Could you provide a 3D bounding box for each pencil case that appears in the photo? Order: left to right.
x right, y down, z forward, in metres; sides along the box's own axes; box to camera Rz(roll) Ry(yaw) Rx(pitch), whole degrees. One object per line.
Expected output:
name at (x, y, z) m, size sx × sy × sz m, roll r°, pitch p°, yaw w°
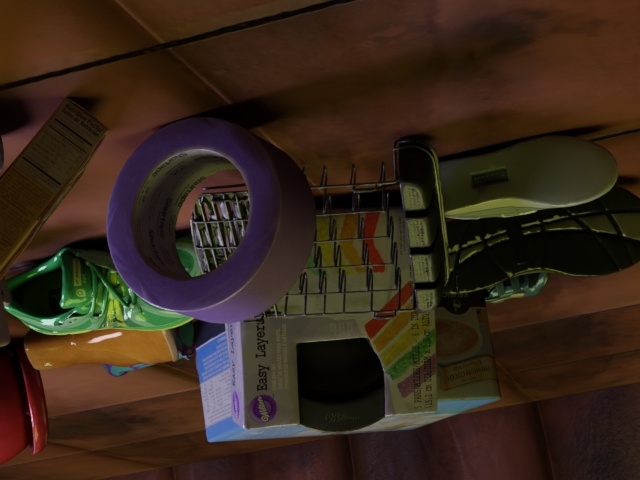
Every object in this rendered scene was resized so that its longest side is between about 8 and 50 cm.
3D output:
pencil case at (-0.262, 0.166, 2.096) m, size 0.152 × 0.064 × 0.070 m, roll -16°, pitch 137°, yaw 28°

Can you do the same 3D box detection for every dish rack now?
dish rack at (0.000, 0.000, 1.492) m, size 0.272 × 0.074 × 0.208 m, roll -4°, pitch 128°, yaw 9°

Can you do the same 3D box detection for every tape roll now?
tape roll at (-0.105, -0.019, 1.309) m, size 0.189 × 0.189 × 0.080 m, roll -14°, pitch 164°, yaw 21°

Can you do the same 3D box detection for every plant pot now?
plant pot at (-0.506, 0.253, 2.058) m, size 0.174 × 0.191 × 0.191 m, roll -10°, pitch 165°, yaw -17°

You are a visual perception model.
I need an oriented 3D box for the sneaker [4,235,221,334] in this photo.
sneaker at (-0.255, 0.060, 1.651) m, size 0.296 × 0.109 × 0.123 m, roll -14°, pitch 167°, yaw 19°

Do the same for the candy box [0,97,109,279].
candy box at (-0.270, -0.029, 1.220) m, size 0.053 × 0.186 × 0.109 m, roll 38°, pitch 152°, yaw -6°

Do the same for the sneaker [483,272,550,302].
sneaker at (0.280, 0.062, 2.034) m, size 0.059 × 0.053 × 0.144 m, roll 9°, pitch 156°, yaw -41°

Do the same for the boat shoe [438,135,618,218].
boat shoe at (0.218, -0.067, 1.530) m, size 0.228 × 0.079 × 0.081 m, roll -7°, pitch 174°, yaw 13°

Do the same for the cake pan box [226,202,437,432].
cake pan box at (0.013, 0.092, 1.624) m, size 0.246 × 0.266 × 0.070 m, roll -2°, pitch -175°, yaw -13°

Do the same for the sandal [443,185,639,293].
sandal at (0.267, -0.009, 1.722) m, size 0.303 × 0.120 × 0.086 m, roll -8°, pitch -168°, yaw 6°

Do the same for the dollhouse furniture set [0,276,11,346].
dollhouse furniture set at (-0.549, 0.145, 1.544) m, size 0.303 × 0.198 × 0.286 m, roll -30°, pitch 155°, yaw 29°

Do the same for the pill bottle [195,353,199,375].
pill bottle at (-0.124, 0.196, 2.154) m, size 0.130 × 0.130 × 0.245 m, roll -9°, pitch 164°, yaw 3°

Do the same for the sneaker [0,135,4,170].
sneaker at (-0.352, -0.039, 1.128) m, size 0.124 × 0.178 × 0.295 m, roll -13°, pitch 164°, yaw 17°

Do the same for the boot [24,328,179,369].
boot at (-0.305, 0.134, 1.894) m, size 0.211 × 0.104 × 0.295 m, roll -7°, pitch 168°, yaw -7°

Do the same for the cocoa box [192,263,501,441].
cocoa box at (0.030, 0.138, 1.850) m, size 0.347 × 0.228 × 0.231 m, roll 1°, pitch 162°, yaw -30°
